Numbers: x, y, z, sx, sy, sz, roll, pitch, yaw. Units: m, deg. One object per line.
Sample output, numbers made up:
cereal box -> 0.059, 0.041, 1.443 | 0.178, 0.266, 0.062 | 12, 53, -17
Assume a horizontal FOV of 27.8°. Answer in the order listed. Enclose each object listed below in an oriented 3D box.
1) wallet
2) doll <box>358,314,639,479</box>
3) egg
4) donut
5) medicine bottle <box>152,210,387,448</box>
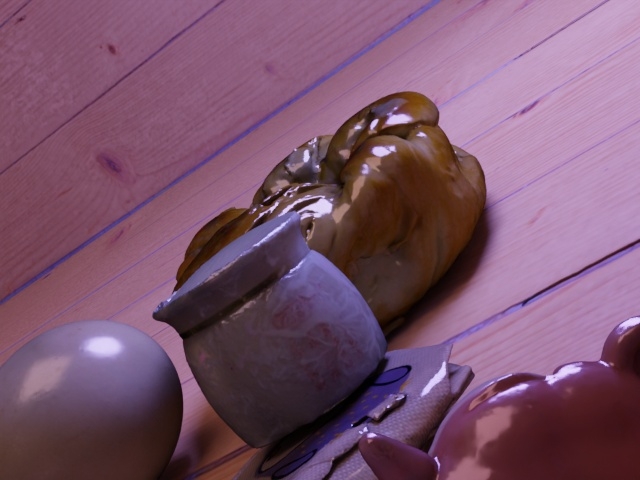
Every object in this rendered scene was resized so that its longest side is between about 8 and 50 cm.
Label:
wallet -> -0.027, 0.187, 0.957 | 0.335, 0.068, 0.275 | -45, 12, -28
doll -> 0.087, 0.154, 0.480 | 0.093, 0.211, 0.261 | -141, 59, -79
egg -> -0.247, 0.192, 1.265 | 0.253, 0.188, 0.188 | -47, 14, -1
donut -> 0.000, 0.000, 1.280 | 0.360, 0.170, 0.360 | -38, 12, 9
medicine bottle -> -0.040, 0.068, 1.021 | 0.147, 0.143, 0.147 | -36, 4, 3
